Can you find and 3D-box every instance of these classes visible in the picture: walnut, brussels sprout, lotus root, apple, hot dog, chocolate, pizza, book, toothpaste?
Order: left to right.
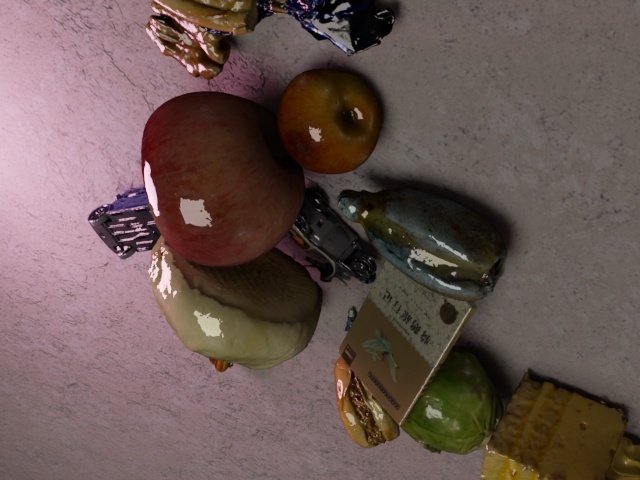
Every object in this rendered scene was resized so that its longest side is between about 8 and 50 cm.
[{"bbox_3d":[-0.233,-0.372,1.756,0.170,0.069,0.143,37,142,3],"label":"walnut"},{"bbox_3d":[-0.201,-0.468,1.529,0.323,0.089,0.223,37,104,16],"label":"pizza"},{"bbox_3d":[-0.231,0.250,2.362,0.072,0.055,0.188,53,143,30],"label":"hot dog"},{"bbox_3d":[-0.170,-0.121,1.761,0.269,0.345,0.344,-13,125,8],"label":"apple"},{"bbox_3d":[-0.043,-0.386,1.571,0.343,0.126,0.148,12,93,24],"label":"chocolate"},{"bbox_3d":[0.006,-0.201,1.692,0.173,0.160,0.195,6,128,62],"label":"apple"},{"bbox_3d":[0.065,0.174,2.099,0.027,0.019,0.083,10,140,6],"label":"toothpaste"},{"bbox_3d":[0.158,0.173,1.872,0.217,0.021,0.310,47,126,33],"label":"book"},{"bbox_3d":[0.181,-0.013,1.740,0.322,0.140,0.158,30,123,18],"label":"lotus root"},{"bbox_3d":[0.249,0.324,1.965,0.244,0.244,0.244,21,138,20],"label":"brussels sprout"}]

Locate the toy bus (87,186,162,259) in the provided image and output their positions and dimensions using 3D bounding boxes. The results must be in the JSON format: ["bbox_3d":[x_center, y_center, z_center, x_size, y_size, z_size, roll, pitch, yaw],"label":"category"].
[{"bbox_3d":[-0.365,-0.052,2.115,0.292,0.133,0.125,-7,129,38],"label":"toy bus"}]

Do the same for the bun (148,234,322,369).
[{"bbox_3d":[-0.178,0.125,1.906,0.364,0.364,0.202,30,110,10],"label":"bun"}]

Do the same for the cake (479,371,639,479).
[{"bbox_3d":[0.478,0.437,1.881,0.286,0.227,0.222,21,142,22],"label":"cake"}]

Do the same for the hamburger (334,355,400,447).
[{"bbox_3d":[0.104,0.339,2.081,0.108,0.213,0.213,-19,119,15],"label":"hamburger"}]

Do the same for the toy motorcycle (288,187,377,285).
[{"bbox_3d":[0.000,0.000,1.929,0.263,0.091,0.157,43,148,-3],"label":"toy motorcycle"}]
